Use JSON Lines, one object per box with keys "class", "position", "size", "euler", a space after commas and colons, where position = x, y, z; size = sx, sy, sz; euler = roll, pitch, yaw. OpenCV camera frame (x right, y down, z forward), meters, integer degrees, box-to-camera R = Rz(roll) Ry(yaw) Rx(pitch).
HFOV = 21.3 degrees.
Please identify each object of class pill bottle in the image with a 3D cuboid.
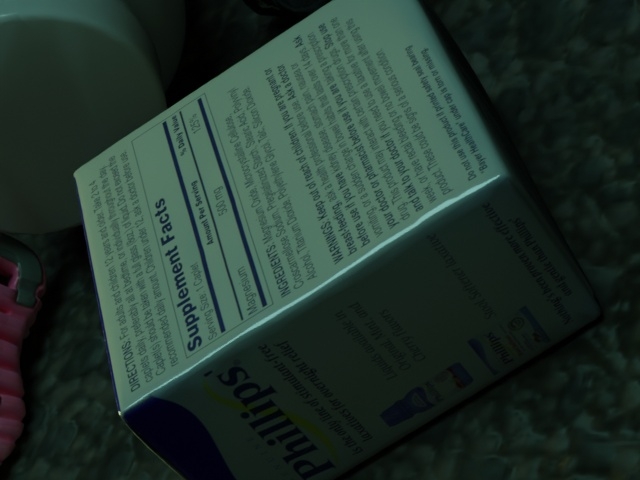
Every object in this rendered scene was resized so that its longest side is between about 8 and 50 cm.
{"class": "pill bottle", "position": [-0.131, -0.115, 0.721], "size": [0.136, 0.136, 0.246], "euler": [-32, 39, 11]}

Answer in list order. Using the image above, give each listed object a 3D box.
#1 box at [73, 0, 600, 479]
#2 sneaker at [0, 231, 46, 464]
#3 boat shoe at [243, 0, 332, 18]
{"class": "box", "position": [0.000, 0.000, 0.551], "size": [0.137, 0.072, 0.126], "euler": [-32, 39, 10]}
{"class": "sneaker", "position": [-0.140, 0.054, 0.648], "size": [0.057, 0.047, 0.119], "euler": [-36, 31, 41]}
{"class": "boat shoe", "position": [0.069, -0.209, 0.677], "size": [0.302, 0.114, 0.091], "euler": [-56, 38, 0]}
